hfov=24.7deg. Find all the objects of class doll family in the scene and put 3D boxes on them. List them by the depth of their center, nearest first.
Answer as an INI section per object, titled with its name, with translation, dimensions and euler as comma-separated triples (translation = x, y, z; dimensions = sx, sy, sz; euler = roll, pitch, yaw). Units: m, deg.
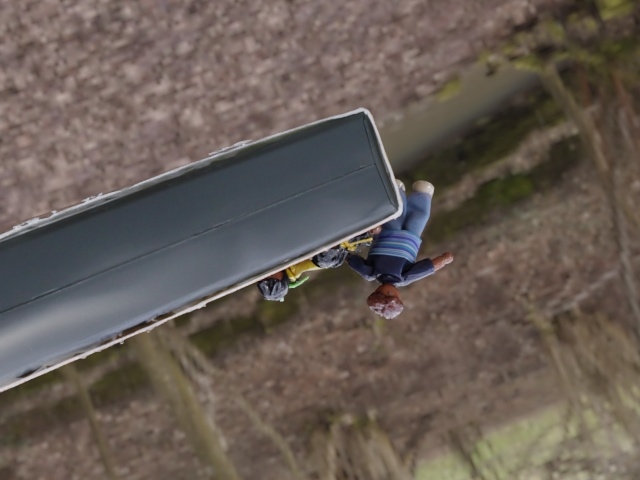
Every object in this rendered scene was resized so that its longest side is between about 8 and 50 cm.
[doll family]
translation = 0.000, 0.000, 1.076
dimensions = 0.193, 0.111, 0.076
euler = -5, 139, 26

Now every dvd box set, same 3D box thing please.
[dvd box set]
translation = -0.201, 0.035, 0.776
dimensions = 0.307, 0.062, 0.420
euler = -24, -173, -36
